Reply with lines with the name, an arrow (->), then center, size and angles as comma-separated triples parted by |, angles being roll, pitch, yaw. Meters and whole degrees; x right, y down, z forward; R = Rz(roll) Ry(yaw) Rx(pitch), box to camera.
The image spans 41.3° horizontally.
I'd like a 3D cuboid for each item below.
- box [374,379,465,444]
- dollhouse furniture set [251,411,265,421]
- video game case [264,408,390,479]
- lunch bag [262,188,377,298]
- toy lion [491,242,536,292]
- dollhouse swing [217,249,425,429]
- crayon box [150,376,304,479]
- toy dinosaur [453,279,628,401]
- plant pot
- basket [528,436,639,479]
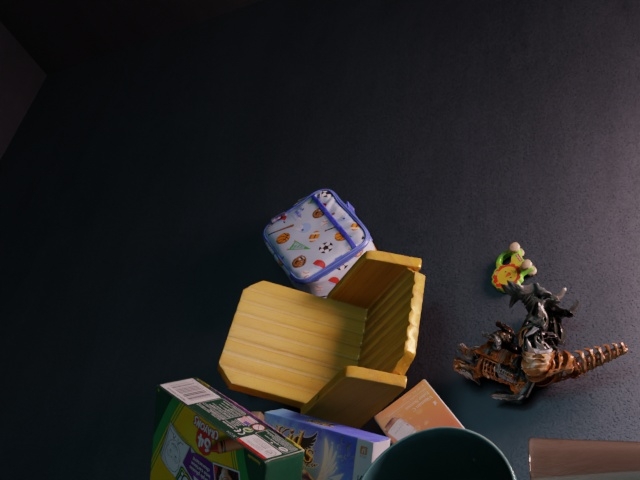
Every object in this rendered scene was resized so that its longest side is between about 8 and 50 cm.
box -> 0.209, 0.381, 1.648 | 0.130, 0.091, 0.170 | -37, 40, -3
dollhouse furniture set -> -0.094, 0.429, 1.751 | 0.182, 0.161, 0.101 | -6, 48, 31
video game case -> -0.003, 0.471, 1.629 | 0.270, 0.061, 0.244 | 6, 90, 38
lunch bag -> 0.000, 0.000, 2.144 | 0.243, 0.115, 0.303 | -34, 41, -2
toy lion -> 0.416, 0.065, 1.864 | 0.096, 0.034, 0.100 | -35, 39, 11
dollhouse swing -> 0.000, 0.171, 1.779 | 0.315, 0.305, 0.346 | -52, 16, 44
crayon box -> -0.199, 0.485, 1.673 | 0.363, 0.106, 0.312 | 21, 109, 45
toy dinosaur -> 0.424, 0.211, 1.662 | 0.322, 0.164, 0.218 | 5, 67, 15
plant pot -> 0.226, 0.495, 1.408 | 0.293, 0.235, 0.293 | -22, 40, 20
basket -> 0.474, 0.410, 1.402 | 0.227, 0.154, 0.204 | -13, 51, 19
